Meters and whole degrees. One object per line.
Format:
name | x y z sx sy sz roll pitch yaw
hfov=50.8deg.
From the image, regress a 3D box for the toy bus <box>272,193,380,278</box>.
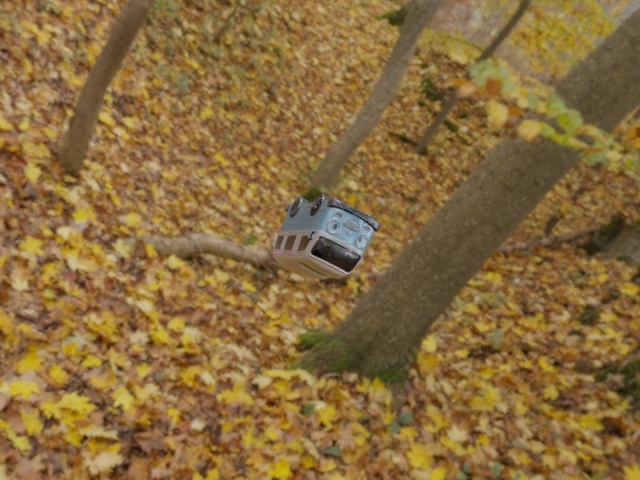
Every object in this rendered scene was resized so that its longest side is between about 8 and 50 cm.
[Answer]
toy bus | 0.000 0.000 0.666 0.060 0.075 0.123 27 -10 -20
